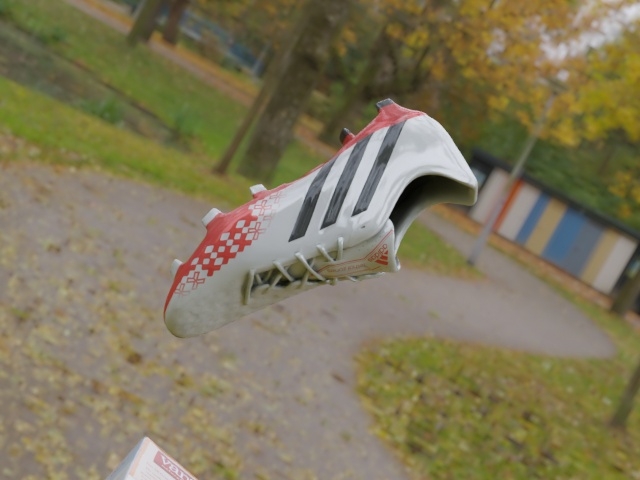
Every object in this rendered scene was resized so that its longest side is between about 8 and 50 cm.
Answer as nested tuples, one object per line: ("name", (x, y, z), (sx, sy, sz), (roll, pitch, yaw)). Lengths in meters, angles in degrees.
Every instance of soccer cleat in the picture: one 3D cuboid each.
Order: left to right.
("soccer cleat", (0.000, 0.000, 0.331), (0.035, 0.083, 0.029), (48, -12, 30))

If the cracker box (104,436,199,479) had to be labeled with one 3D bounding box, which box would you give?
("cracker box", (-0.142, 0.223, 0.769), (0.067, 0.155, 0.232), (40, 13, -7))
